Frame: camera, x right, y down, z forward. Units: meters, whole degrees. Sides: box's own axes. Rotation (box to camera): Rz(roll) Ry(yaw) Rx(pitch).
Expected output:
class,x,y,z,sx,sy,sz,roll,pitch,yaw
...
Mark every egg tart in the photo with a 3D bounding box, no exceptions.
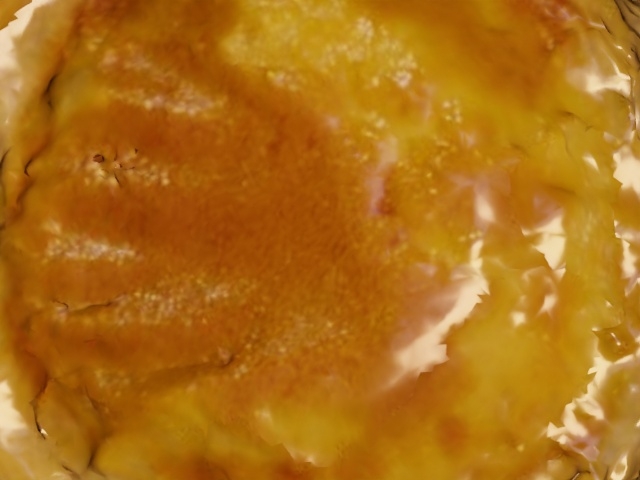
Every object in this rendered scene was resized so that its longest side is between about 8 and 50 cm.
class,x,y,z,sx,sy,sz,roll,pitch,yaw
egg tart,0.000,0.000,0.754,0.388,0.169,0.388,-1,96,-11
